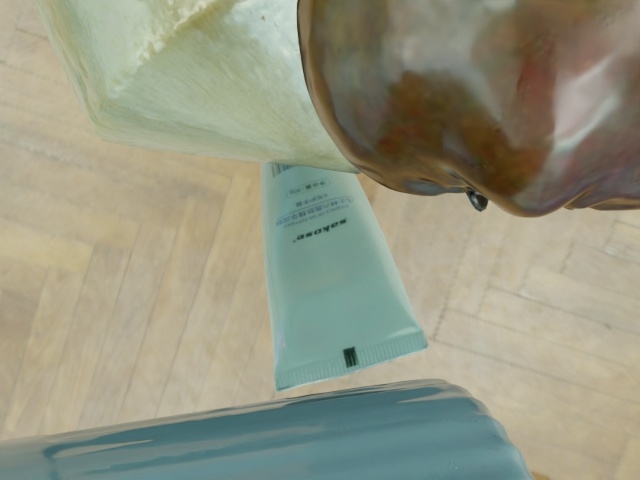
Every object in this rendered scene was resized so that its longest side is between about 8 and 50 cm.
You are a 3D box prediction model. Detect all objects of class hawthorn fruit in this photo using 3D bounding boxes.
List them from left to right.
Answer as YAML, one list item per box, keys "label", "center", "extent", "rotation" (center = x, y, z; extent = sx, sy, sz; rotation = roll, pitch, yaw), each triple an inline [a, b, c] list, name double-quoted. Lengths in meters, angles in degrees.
- label: "hawthorn fruit"
  center: [0.101, -0.135, 0.539]
  extent: [0.208, 0.208, 0.248]
  rotation: [8, 100, -7]

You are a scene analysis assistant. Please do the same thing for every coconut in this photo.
- label: "coconut"
  center: [-0.054, -0.183, 0.846]
  extent: [0.329, 0.329, 0.328]
  rotation: [-1, 102, -5]

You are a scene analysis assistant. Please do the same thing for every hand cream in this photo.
- label: "hand cream"
  center: [0.000, 0.000, 0.955]
  extent: [0.109, 0.320, 0.067]
  rotation: [-16, 122, 1]

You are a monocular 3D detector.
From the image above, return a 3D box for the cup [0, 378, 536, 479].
- label: "cup"
  center: [-0.070, 0.221, 0.500]
  extent: [0.311, 0.257, 0.331]
  rotation: [-9, 137, -12]
